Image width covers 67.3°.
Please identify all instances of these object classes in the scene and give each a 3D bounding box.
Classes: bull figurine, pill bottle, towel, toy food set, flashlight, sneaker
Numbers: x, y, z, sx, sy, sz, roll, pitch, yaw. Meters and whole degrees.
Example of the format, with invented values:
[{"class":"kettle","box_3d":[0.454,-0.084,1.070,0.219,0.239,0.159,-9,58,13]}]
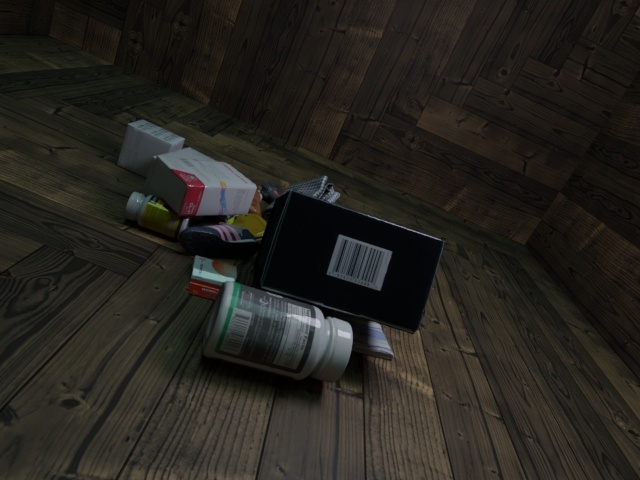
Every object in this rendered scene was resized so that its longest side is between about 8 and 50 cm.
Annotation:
[{"class":"bull figurine","box_3d":[-0.343,-0.182,2.162,0.188,0.101,0.310,13,22,-18]},{"class":"pill bottle","box_3d":[-0.112,0.252,1.278,0.361,0.204,0.204,19,22,-15]},{"class":"towel","box_3d":[-0.090,-0.165,2.090,0.284,0.121,0.235,-8,29,40]},{"class":"pill bottle","box_3d":[-0.565,-0.088,1.683,0.208,0.119,0.119,21,22,-11]},{"class":"toy food set","box_3d":[-0.272,-0.028,1.943,0.128,0.071,0.218,-19,40,-26]},{"class":"flashlight","box_3d":[-0.180,-0.192,2.359,0.304,0.103,0.103,41,1,37]},{"class":"towel","box_3d":[0.132,0.294,1.669,0.209,0.034,0.285,19,22,-18]},{"class":"sneaker","box_3d":[-0.405,-0.102,1.879,0.111,0.121,0.300,24,22,-2]},{"class":"sneaker","box_3d":[-0.374,-0.013,1.722,0.319,0.112,0.131,13,33,-47]}]

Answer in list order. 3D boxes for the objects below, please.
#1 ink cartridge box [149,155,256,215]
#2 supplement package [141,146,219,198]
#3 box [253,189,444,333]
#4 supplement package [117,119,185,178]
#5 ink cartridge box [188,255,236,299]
[{"class":"ink cartridge box","box_3d":[-0.422,-0.194,1.740,0.306,0.131,0.226,-2,33,-49]},{"class":"supplement package","box_3d":[-0.564,-0.256,1.988,0.177,0.175,0.293,27,22,4]},{"class":"box","box_3d":[0.057,0.055,1.549,0.480,0.297,0.472,18,-2,-10]},{"class":"supplement package","box_3d":[-0.730,-0.385,2.079,0.203,0.194,0.149,25,22,-3]},{"class":"ink cartridge box","box_3d":[-0.344,0.123,1.542,0.145,0.045,0.179,17,21,-18]}]
